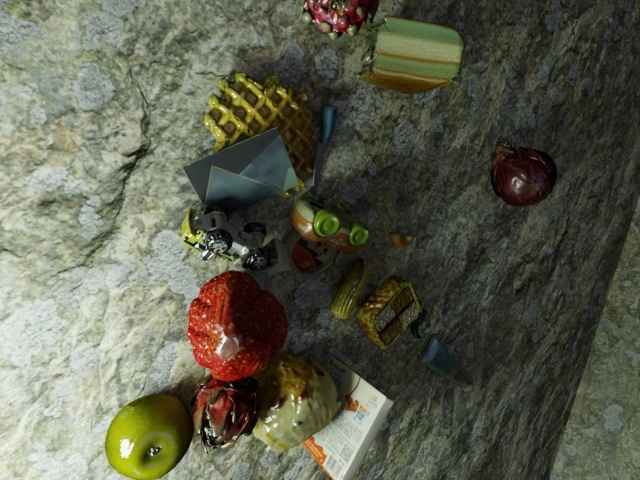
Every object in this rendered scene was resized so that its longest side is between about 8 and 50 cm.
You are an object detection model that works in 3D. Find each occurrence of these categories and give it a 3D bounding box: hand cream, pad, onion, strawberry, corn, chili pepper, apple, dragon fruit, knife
[{"bbox_3d":[0.513,0.504,1.609,0.312,0.070,0.111,40,81,-29],"label":"hand cream"},{"bbox_3d":[-0.186,-0.155,0.973,0.243,0.004,0.164,-25,127,-4],"label":"pad"},{"bbox_3d":[0.782,-0.243,1.528,0.281,0.281,0.221,5,141,-34],"label":"onion"},{"bbox_3d":[-0.201,0.212,0.948,0.250,0.288,0.238,40,88,-12],"label":"strawberry"},{"bbox_3d":[0.096,0.149,1.256,0.072,0.072,0.203,30,84,-34],"label":"corn"},{"bbox_3d":[0.361,0.307,1.484,0.055,0.035,0.118,11,91,-17],"label":"chili pepper"},{"bbox_3d":[-0.401,0.468,0.956,0.196,0.157,0.196,-2,93,-30],"label":"apple"},{"bbox_3d":[0.064,-0.630,0.982,0.218,0.198,0.273,27,85,-26],"label":"dragon fruit"},{"bbox_3d":[-0.236,0.418,1.010,0.182,0.182,0.189,-5,62,-32],"label":"dragon fruit"},{"bbox_3d":[0.003,-0.254,1.120,0.058,0.032,0.244,-4,109,-71],"label":"knife"}]

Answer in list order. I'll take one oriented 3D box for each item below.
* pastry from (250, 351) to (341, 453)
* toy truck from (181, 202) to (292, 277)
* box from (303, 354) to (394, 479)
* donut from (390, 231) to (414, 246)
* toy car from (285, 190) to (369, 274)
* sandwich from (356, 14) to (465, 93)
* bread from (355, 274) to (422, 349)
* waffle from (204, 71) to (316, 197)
[{"bbox_3d":[-0.086,0.453,1.112,0.256,0.170,0.237,-30,100,3],"label":"pastry"},{"bbox_3d":[-0.205,0.011,0.998,0.286,0.136,0.111,28,119,-36],"label":"toy truck"},{"bbox_3d":[0.054,0.517,1.189,0.048,0.273,0.265,35,82,-33],"label":"box"},{"bbox_3d":[0.275,-0.007,1.354,0.067,0.038,0.083,-46,123,-12],"label":"donut"},{"bbox_3d":[0.000,0.000,1.137,0.235,0.145,0.235,-14,126,-20],"label":"toy car"},{"bbox_3d":[0.236,-0.509,1.100,0.198,0.227,0.155,5,98,-34],"label":"sandwich"},{"bbox_3d":[0.227,0.236,1.343,0.222,0.096,0.181,-43,120,-15],"label":"bread"},{"bbox_3d":[-0.140,-0.262,1.015,0.311,0.060,0.307,1,98,-33],"label":"waffle"}]
